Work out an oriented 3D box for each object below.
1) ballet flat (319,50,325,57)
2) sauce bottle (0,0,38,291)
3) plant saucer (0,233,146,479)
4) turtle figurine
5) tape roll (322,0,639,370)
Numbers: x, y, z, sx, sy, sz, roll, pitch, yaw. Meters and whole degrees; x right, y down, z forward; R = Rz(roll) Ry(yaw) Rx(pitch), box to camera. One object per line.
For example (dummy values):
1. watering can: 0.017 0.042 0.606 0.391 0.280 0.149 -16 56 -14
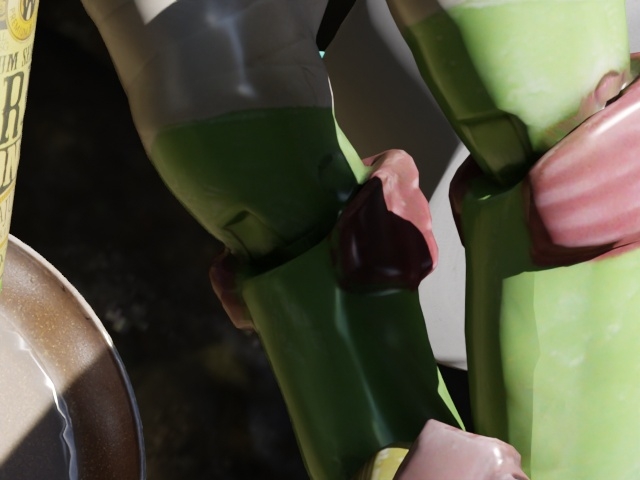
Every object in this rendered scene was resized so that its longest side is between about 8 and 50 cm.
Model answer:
1. ballet flat: 0.000 0.000 1.455 0.095 0.096 0.280 3 74 -34
2. sauce bottle: -0.171 -0.093 0.807 0.111 0.344 0.111 9 21 -4
3. plant saucer: -0.252 0.124 1.177 0.311 0.050 0.310 14 61 -27
4. turtle figurine: 0.075 0.044 0.393 0.275 0.198 0.266 -18 89 -5
5. tape roll: 0.103 -0.052 0.712 0.219 0.219 0.072 -12 52 -33
